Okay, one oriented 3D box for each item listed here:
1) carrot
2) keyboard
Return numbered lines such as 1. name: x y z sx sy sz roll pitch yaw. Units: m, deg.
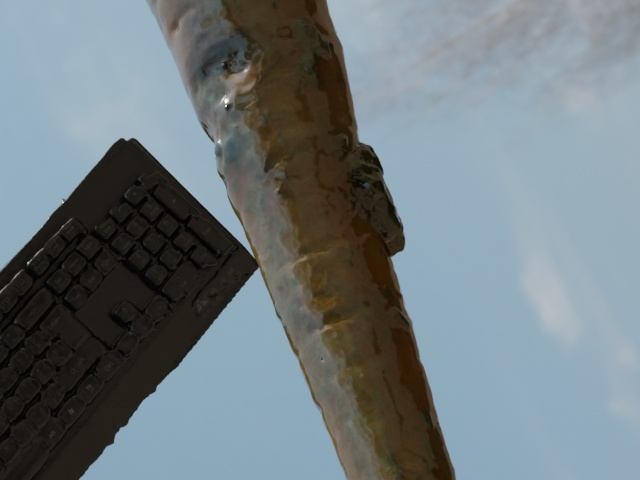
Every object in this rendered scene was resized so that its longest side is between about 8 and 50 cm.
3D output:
1. carrot: 0.000 0.000 0.483 0.049 0.049 0.254 22 -136 -58
2. keyboard: -0.105 0.054 0.700 0.074 0.196 0.015 43 160 -7
